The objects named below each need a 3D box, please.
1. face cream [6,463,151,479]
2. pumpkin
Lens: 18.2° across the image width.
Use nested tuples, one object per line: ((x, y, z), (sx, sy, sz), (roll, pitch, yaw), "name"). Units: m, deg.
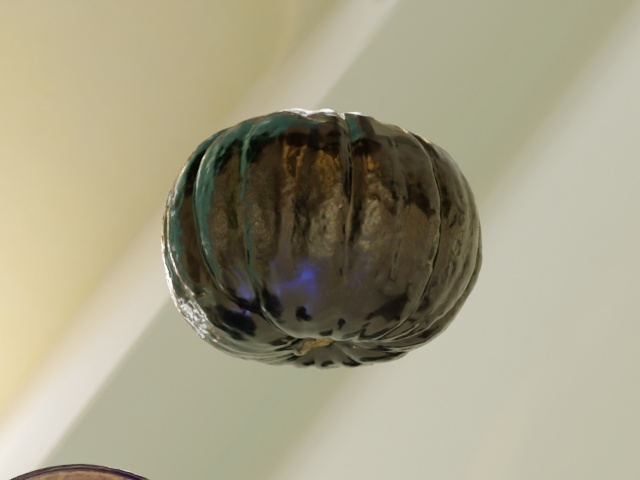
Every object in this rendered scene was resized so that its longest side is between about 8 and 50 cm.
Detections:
((-0.160, 0.260, 1.312), (0.206, 0.206, 0.111), (-60, 174, -32), "face cream")
((0.000, 0.000, 1.337), (0.220, 0.220, 0.162), (157, -63, -62), "pumpkin")
